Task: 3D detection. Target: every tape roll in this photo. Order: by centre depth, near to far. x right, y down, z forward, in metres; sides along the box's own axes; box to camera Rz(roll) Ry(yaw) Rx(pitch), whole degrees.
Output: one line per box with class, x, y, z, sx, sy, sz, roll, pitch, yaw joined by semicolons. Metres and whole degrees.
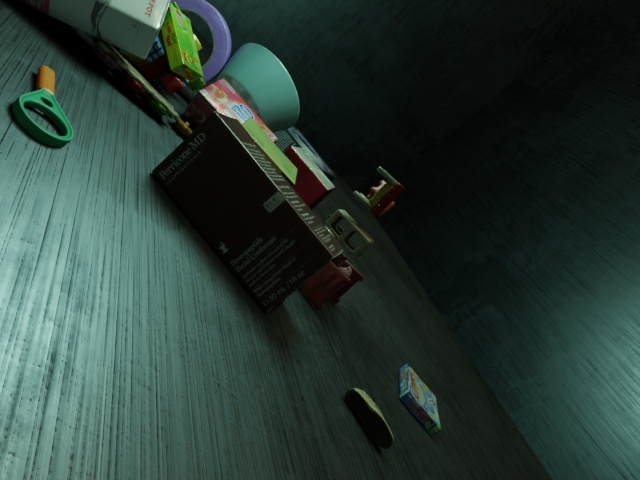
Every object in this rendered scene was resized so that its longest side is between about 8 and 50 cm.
tape roll;-0.432;-0.645;1.579;0.275;0.275;0.090;46;13;-18

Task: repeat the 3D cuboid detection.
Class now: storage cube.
storage cube;-0.089;-0.173;1.576;0.184;0.193;0.215;50;13;-1

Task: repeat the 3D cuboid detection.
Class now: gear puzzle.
gear puzzle;-0.453;-0.383;1.270;0.339;0.044;0.175;45;2;-38

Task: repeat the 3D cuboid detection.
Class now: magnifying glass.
magnifying glass;-0.460;-0.233;0.815;0.092;0.026;0.231;37;16;-46

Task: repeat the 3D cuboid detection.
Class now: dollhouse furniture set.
dollhouse furniture set;0.097;0.001;1.296;0.152;0.374;0.201;48;13;13

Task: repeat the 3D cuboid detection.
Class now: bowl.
bowl;-0.236;-0.474;1.630;0.311;0.163;0.312;35;-29;23

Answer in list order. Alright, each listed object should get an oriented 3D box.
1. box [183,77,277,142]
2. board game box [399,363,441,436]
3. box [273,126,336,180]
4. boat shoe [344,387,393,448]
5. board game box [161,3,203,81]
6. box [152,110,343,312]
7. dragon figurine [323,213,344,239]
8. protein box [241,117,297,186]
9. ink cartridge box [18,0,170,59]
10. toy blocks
box;-0.277;-0.354;1.513;0.257;0.122;0.128;48;44;-9
board game box;0.279;0.447;1.388;0.136;0.035;0.201;50;12;-1
box;-0.114;-0.334;2.015;0.294;0.182;0.296;53;13;9
boat shoe;0.105;0.357;0.996;0.135;0.050;0.045;54;18;18
board game box;-0.379;-0.534;1.320;0.092;0.043;0.181;9;64;-68
box;-0.146;-0.061;1.027;0.381;0.191;0.143;50;12;4
dragon figurine;0.000;0.000;1.624;0.085;0.144;0.289;49;-7;6
protein box;-0.178;-0.200;1.301;0.200;0.136;0.201;47;12;-15
ink cartridge box;-0.499;-0.577;1.112;0.283;0.117;0.207;20;57;-26
toy blocks;-0.479;-0.559;1.352;0.381;0.190;0.261;60;11;-28
